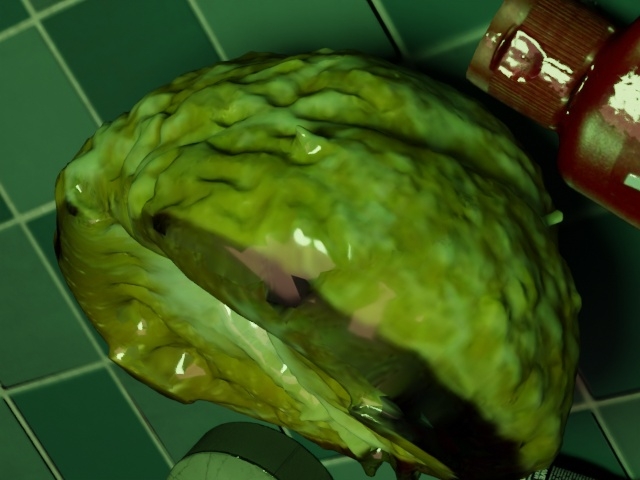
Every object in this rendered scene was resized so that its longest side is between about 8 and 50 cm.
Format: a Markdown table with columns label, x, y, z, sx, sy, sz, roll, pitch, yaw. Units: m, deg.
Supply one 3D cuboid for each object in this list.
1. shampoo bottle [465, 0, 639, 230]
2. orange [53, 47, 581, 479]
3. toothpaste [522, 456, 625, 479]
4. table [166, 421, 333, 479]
| label | x | y | z | sx | sy | sz | roll | pitch | yaw |
| --- | --- | --- | --- | --- | --- | --- | --- | --- | --- |
| shampoo bottle | 0.227 | -0.035 | 0.961 | 0.314 | 0.076 | 0.118 | 33 | 124 | 10 |
| orange | 0.000 | 0.000 | 1.026 | 0.271 | 0.210 | 0.368 | 37 | 166 | -29 |
| toothpaste | 0.180 | 0.175 | 1.162 | 0.193 | 0.045 | 0.071 | 18 | 136 | 14 |
| table | -0.048 | 0.198 | 1.320 | 0.133 | 0.043 | 0.133 | 17 | 127 | 23 |
